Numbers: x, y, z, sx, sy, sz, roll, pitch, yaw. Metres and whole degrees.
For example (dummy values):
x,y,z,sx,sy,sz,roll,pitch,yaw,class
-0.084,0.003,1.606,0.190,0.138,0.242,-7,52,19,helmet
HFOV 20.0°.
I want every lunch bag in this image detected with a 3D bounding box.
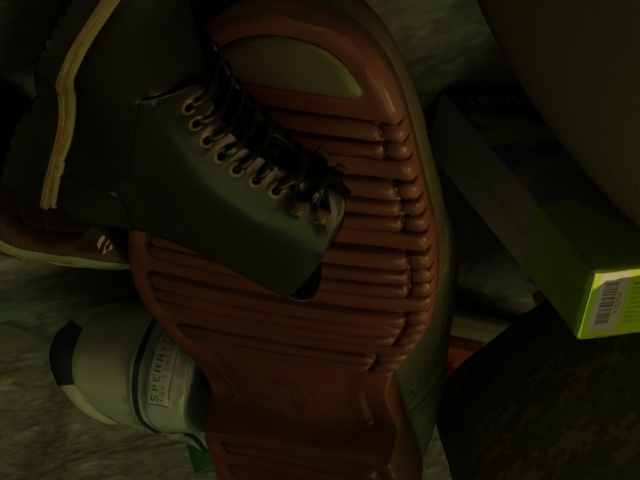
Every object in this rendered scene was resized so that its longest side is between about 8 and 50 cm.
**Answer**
x,y,z,sx,sy,sz,roll,pitch,yaw,class
0.194,0.096,0.945,0.235,0.169,0.287,-39,-175,9,lunch bag

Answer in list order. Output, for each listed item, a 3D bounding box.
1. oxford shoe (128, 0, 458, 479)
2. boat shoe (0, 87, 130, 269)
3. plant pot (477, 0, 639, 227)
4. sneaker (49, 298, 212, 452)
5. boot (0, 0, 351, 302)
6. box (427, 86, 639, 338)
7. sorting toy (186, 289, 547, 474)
x,y,z,sx,sy,sz,roll,pitch,yaw,class
0.000,0.000,0.882,0.141,0.146,0.397,14,145,10,oxford shoe
-0.141,-0.017,0.803,0.072,0.068,0.190,-7,162,23,boat shoe
0.218,-0.074,0.713,0.284,0.190,0.284,-13,159,-5,plant pot
-0.081,0.072,1.057,0.091,0.094,0.258,14,171,14,sneaker
-0.035,-0.052,0.675,0.137,0.076,0.198,25,154,-5,boot
0.128,-0.024,0.856,0.109,0.178,0.042,-5,125,-23,box
0.061,0.102,1.233,0.348,0.047,0.196,-27,160,29,sorting toy
